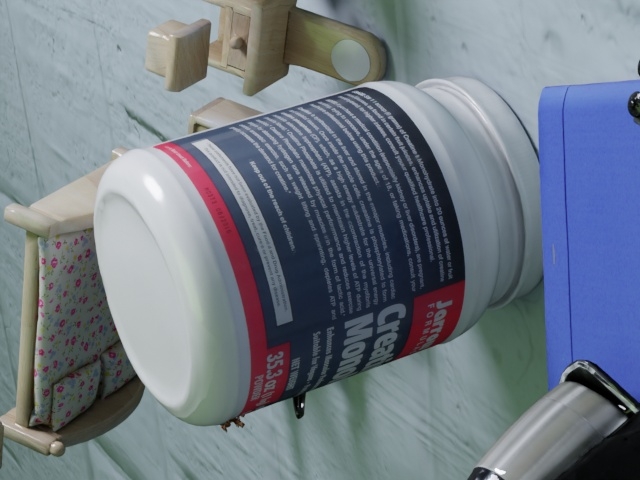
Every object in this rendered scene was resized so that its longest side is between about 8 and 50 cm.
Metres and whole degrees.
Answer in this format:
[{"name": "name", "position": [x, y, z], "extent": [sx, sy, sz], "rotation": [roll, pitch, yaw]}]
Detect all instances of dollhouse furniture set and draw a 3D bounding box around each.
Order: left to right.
[{"name": "dollhouse furniture set", "position": [-0.103, 0.007, 1.252], "extent": [0.173, 0.355, 0.303], "rotation": [22, 123, 23]}]

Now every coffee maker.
[{"name": "coffee maker", "position": [0.133, 0.179, 0.954], "extent": [0.171, 0.178, 0.120], "rotation": [34, 154, 44]}]

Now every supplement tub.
[{"name": "supplement tub", "position": [0.000, 0.000, 1.169], "extent": [0.191, 0.272, 0.191], "rotation": [45, 145, 46]}]

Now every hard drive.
[{"name": "hard drive", "position": [0.223, 0.014, 0.936], "extent": [0.318, 0.040, 0.210], "rotation": [-175, 81, -65]}]

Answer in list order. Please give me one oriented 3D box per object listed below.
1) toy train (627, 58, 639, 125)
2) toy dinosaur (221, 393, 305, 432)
[{"name": "toy train", "position": [0.198, -0.131, 0.902], "extent": [0.036, 0.027, 0.158], "rotation": [42, 125, 54]}, {"name": "toy dinosaur", "position": [-0.066, 0.046, 1.569], "extent": [0.218, 0.164, 0.322], "rotation": [-113, 1, -50]}]
